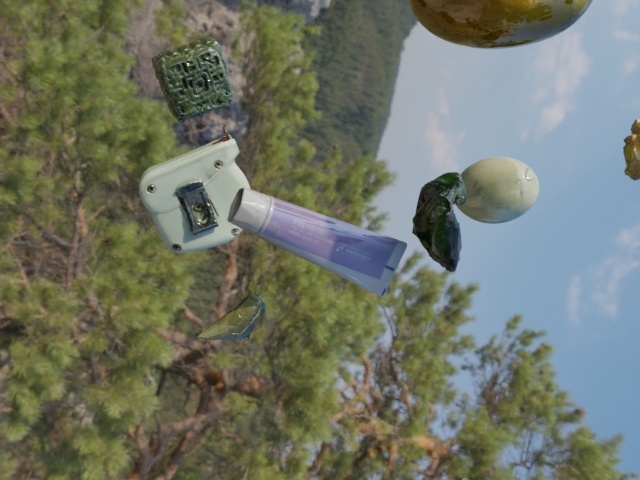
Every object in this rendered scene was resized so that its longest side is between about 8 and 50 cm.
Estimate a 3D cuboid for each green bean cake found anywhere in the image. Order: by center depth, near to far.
[{"bbox_3d":[-0.317,-0.409,1.548,0.094,0.181,0.173,-131,-156,-54],"label":"green bean cake"}]

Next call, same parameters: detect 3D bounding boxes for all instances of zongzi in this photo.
[{"bbox_3d":[-0.182,0.153,1.298,0.062,0.130,0.154,54,-54,36],"label":"zongzi"}]

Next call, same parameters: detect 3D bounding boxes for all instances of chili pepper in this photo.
[{"bbox_3d":[0.244,-0.060,1.280,0.264,0.116,0.148,-61,148,-58],"label":"chili pepper"}]

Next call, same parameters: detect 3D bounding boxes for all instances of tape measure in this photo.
[{"bbox_3d":[-0.274,-0.101,1.394,0.125,0.243,0.246,-130,-164,-70],"label":"tape measure"}]

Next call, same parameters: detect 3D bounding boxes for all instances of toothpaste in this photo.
[{"bbox_3d":[0.000,0.000,1.205,0.125,0.371,0.080,-66,-160,5],"label":"toothpaste"}]

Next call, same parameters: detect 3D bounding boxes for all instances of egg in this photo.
[{"bbox_3d":[0.486,-0.139,1.705,0.253,0.186,0.187,-10,-126,45],"label":"egg"}]

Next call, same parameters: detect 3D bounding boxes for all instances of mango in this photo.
[{"bbox_3d":[0.329,-0.481,1.162,0.263,0.378,0.221,-33,135,-24],"label":"mango"}]

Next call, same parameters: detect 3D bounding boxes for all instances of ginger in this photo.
[{"bbox_3d":[0.945,-0.246,1.745,0.102,0.157,0.216,-103,-168,-85],"label":"ginger"}]

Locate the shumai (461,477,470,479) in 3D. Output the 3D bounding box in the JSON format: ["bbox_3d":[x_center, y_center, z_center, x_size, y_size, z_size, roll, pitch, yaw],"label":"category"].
[{"bbox_3d":[0.213,0.389,0.884,0.083,0.082,0.080,51,50,-37],"label":"shumai"}]
